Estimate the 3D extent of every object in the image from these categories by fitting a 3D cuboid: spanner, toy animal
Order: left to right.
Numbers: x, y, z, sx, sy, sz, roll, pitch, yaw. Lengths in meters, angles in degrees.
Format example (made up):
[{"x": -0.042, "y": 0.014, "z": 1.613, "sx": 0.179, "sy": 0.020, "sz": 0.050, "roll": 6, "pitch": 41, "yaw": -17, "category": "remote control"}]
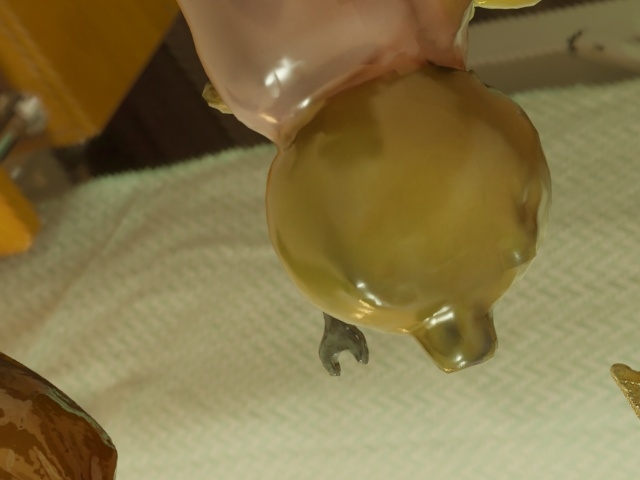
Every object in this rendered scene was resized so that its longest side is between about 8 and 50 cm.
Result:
[{"x": 0.000, "y": 0.000, "z": 1.625, "sx": 0.054, "sy": 0.015, "sz": 0.254, "roll": -11, "pitch": 91, "yaw": 36, "category": "spanner"}, {"x": 0.027, "y": -0.070, "z": 0.882, "sx": 0.195, "sy": 0.169, "sz": 0.281, "roll": -28, "pitch": 86, "yaw": 33, "category": "toy animal"}]

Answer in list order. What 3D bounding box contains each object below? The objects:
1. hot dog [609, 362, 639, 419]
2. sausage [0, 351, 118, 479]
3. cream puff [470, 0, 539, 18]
[{"x": 0.291, "y": 0.142, "z": 1.549, "sx": 0.090, "sy": 0.034, "sz": 0.030, "roll": 58, "pitch": 178, "yaw": 8, "category": "hot dog"}, {"x": -0.213, "y": 0.110, "z": 1.040, "sx": 0.328, "sy": 0.112, "sz": 0.112, "roll": 17, "pitch": 146, "yaw": 48, "category": "sausage"}, {"x": 0.077, "y": -0.325, "z": 1.283, "sx": 0.378, "sy": 0.378, "sz": 0.275, "roll": 41, "pitch": 179, "yaw": -16, "category": "cream puff"}]
